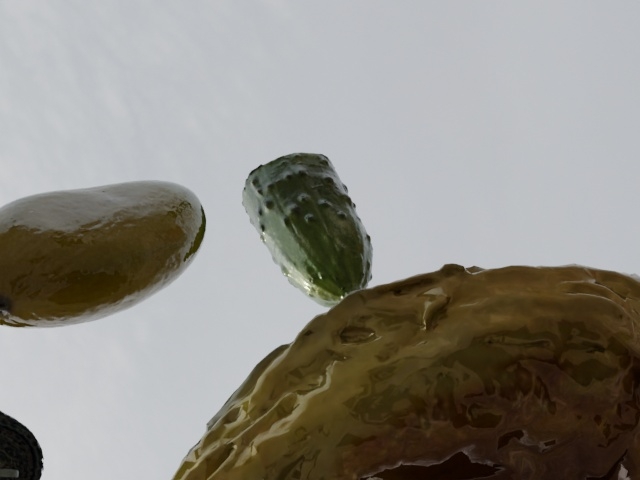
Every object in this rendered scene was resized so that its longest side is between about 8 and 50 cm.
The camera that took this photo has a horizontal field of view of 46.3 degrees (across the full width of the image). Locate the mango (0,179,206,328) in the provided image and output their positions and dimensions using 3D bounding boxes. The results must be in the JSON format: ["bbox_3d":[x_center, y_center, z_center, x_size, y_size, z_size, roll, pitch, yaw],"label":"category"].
[{"bbox_3d":[-0.185,0.005,0.640,0.238,0.137,0.091,-20,-47,-40],"label":"mango"}]

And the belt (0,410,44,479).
[{"bbox_3d":[-0.369,0.189,0.656,0.218,0.129,0.122,19,-107,-40],"label":"belt"}]

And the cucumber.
[{"bbox_3d":[0.000,0.003,0.878,0.134,0.244,0.134,-12,-53,-16],"label":"cucumber"}]

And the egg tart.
[{"bbox_3d":[0.088,0.210,0.490,0.444,0.178,0.442,-4,-75,-15],"label":"egg tart"}]
